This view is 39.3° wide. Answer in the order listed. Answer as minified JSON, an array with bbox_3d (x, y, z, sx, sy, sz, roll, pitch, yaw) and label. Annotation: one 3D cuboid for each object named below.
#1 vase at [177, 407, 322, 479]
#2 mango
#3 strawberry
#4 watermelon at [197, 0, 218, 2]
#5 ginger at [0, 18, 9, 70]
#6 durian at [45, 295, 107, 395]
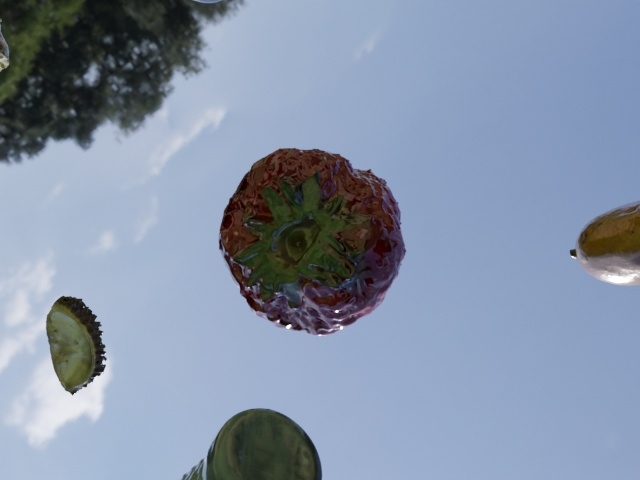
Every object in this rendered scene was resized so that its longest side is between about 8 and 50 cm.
[{"bbox_3d":[-0.082,0.197,0.618,0.219,0.096,0.096,-50,-168,40],"label":"vase"},{"bbox_3d":[0.432,-0.005,1.139,0.227,0.147,0.109,-20,-110,51],"label":"mango"},{"bbox_3d":[0.000,0.000,1.244,0.257,0.257,0.277,-23,175,21],"label":"strawberry"},{"bbox_3d":[-0.131,-0.288,0.917,0.110,0.078,0.078,27,-125,16],"label":"watermelon"},{"bbox_3d":[-0.451,-0.281,1.104,0.102,0.157,0.216,-27,-120,-9],"label":"ginger"},{"bbox_3d":[-0.289,0.127,1.072,0.066,0.130,0.052,-11,-159,-22],"label":"durian"}]
